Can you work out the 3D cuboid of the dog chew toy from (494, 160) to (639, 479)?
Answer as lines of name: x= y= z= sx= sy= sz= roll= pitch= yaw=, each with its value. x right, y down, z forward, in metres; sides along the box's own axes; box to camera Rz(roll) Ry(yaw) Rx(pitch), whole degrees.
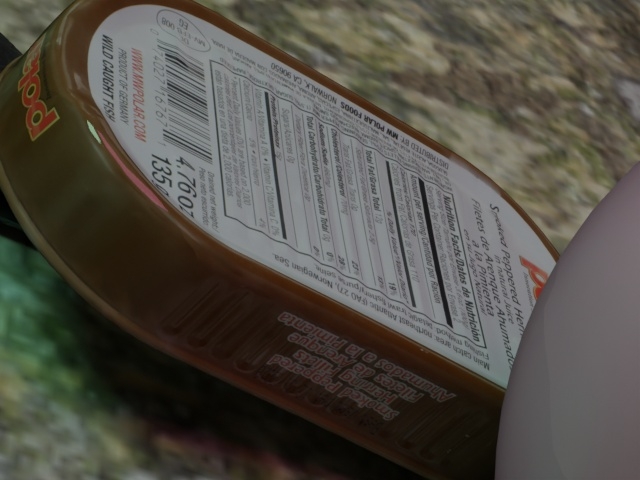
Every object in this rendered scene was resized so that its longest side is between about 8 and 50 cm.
dog chew toy: x=0.174 y=0.039 z=0.519 sx=0.207 sy=0.206 sz=0.332 roll=39 pitch=26 yaw=10

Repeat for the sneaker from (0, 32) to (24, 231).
sneaker: x=-0.136 y=-0.058 z=0.506 sx=0.170 sy=0.051 sz=0.089 roll=22 pitch=32 yaw=-35

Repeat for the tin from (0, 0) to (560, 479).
tin: x=0.000 y=0.000 z=0.528 sx=0.190 sy=0.040 sz=0.106 roll=28 pitch=38 yaw=-30
